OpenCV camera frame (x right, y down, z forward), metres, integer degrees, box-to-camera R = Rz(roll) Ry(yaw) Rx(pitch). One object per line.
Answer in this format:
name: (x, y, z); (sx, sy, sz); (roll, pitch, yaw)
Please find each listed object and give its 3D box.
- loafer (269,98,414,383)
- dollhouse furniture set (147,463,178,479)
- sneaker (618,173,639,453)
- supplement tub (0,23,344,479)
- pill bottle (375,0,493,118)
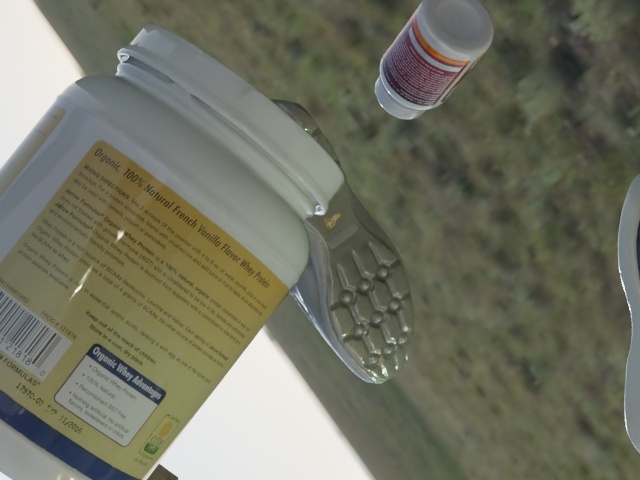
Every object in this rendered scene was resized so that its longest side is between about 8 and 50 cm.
loafer: (0.000, 0.000, 1.477); (0.111, 0.112, 0.319); (14, 132, 61)
dollhouse furniture set: (-0.163, 0.255, 1.269); (0.101, 0.182, 0.161); (33, 142, 19)
sneaker: (0.429, 0.080, 1.669); (0.131, 0.148, 0.350); (33, -127, -57)
supplement tub: (-0.151, 0.021, 1.089); (0.228, 0.316, 0.228); (37, 174, 5)
pill bottle: (0.115, -0.194, 1.555); (0.086, 0.086, 0.152); (54, 147, 10)
